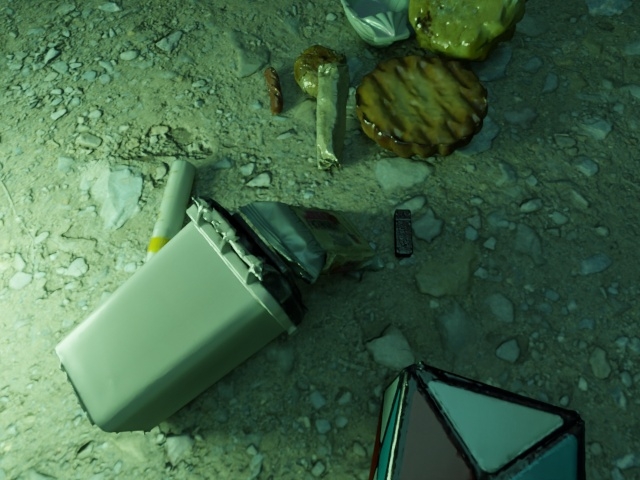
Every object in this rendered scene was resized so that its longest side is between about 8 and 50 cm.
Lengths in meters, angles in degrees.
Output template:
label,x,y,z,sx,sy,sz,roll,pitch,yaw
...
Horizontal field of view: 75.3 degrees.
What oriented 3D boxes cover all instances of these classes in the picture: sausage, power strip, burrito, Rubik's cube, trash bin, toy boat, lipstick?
label,x,y,z,sx,sy,sz,roll,pitch,yaw
sausage,-0.124,-0.400,1.112,0.036,0.042,0.158,15,55,-43
power strip,0.182,-0.016,0.917,0.037,0.029,0.111,3,66,1
burrito,0.030,-0.303,1.021,0.082,0.059,0.275,1,81,3
Rubik's cube,0.205,0.350,0.612,0.248,0.246,0.250,14,64,7
trash bin,-0.231,0.133,0.715,0.367,0.296,0.256,-39,70,-11
toy boat,0.160,-0.660,1.202,0.199,0.100,0.290,-12,63,-5
lipstick,-0.332,-0.060,0.930,0.059,0.059,0.264,4,63,3

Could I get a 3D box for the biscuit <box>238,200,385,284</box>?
label,x,y,z,sx,sy,sz,roll,pitch,yaw
biscuit,0.003,0.003,0.800,0.079,0.309,0.186,-49,66,20

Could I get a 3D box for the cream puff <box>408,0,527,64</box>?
label,x,y,z,sx,sy,sz,roll,pitch,yaw
cream puff,0.417,-0.630,1.119,0.291,0.257,0.325,9,100,37

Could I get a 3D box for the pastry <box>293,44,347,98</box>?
label,x,y,z,sx,sy,sz,roll,pitch,yaw
pastry,0.002,-0.451,1.110,0.153,0.081,0.153,-1,76,2

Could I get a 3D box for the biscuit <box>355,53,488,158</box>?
label,x,y,z,sx,sy,sz,roll,pitch,yaw
biscuit,0.247,-0.328,1.033,0.325,0.107,0.326,-1,60,1
